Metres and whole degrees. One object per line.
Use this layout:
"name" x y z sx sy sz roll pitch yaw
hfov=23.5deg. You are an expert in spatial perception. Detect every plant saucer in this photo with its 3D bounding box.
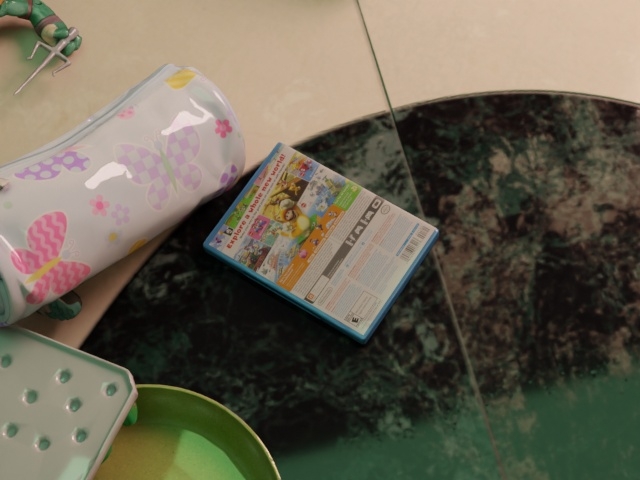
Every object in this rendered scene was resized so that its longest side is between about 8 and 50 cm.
"plant saucer" -0.142 0.232 1.205 0.240 0.037 0.241 -3 65 6

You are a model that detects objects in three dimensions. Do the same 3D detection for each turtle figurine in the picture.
"turtle figurine" -0.290 -0.254 1.391 0.118 0.175 0.234 -1 55 25

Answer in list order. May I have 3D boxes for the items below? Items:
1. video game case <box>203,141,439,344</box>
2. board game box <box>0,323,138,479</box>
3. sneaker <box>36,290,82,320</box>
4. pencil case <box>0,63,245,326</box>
"video game case" 0.000 0.000 1.310 0.166 0.015 0.119 30 72 18
"board game box" -0.386 0.219 1.205 0.390 0.050 0.390 19 68 22
"sneaker" -0.251 -0.002 1.314 0.076 0.065 0.166 -41 70 -18
"pencil case" -0.189 -0.041 1.252 0.273 0.113 0.124 -33 100 -32
